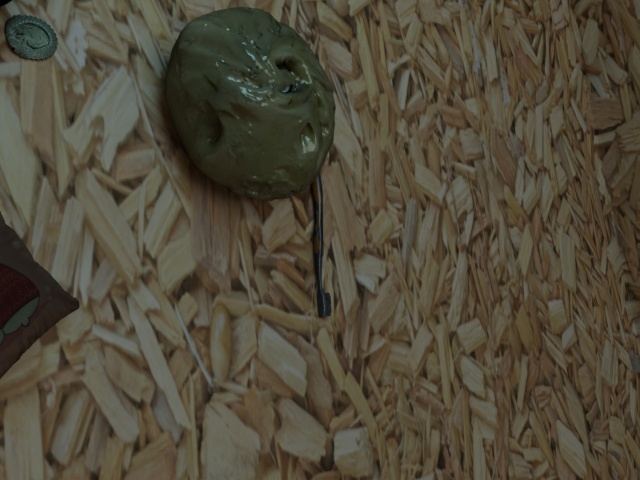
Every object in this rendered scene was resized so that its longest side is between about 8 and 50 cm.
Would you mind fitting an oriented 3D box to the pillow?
[{"bbox_3d":[-0.475,0.087,0.962,0.223,0.084,0.236,53,53,-23],"label":"pillow"}]

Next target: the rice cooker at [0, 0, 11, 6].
[{"bbox_3d":[-0.505,-0.450,0.963,0.267,0.224,0.267,12,71,-39],"label":"rice cooker"}]

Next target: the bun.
[{"bbox_3d":[-0.104,-0.256,1.286,0.326,0.234,0.362,-41,106,-44],"label":"bun"}]

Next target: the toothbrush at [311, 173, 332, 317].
[{"bbox_3d":[-0.002,0.000,1.463,0.031,0.023,0.321,4,79,-49],"label":"toothbrush"}]

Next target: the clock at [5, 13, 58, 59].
[{"bbox_3d":[-0.460,-0.325,1.121,0.083,0.010,0.074,-8,86,-44],"label":"clock"}]
